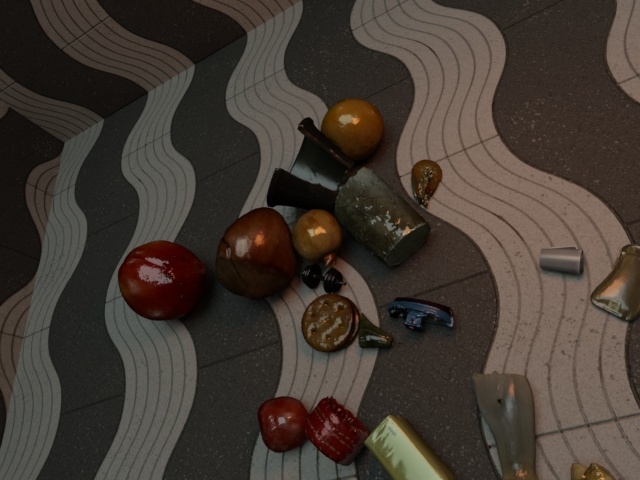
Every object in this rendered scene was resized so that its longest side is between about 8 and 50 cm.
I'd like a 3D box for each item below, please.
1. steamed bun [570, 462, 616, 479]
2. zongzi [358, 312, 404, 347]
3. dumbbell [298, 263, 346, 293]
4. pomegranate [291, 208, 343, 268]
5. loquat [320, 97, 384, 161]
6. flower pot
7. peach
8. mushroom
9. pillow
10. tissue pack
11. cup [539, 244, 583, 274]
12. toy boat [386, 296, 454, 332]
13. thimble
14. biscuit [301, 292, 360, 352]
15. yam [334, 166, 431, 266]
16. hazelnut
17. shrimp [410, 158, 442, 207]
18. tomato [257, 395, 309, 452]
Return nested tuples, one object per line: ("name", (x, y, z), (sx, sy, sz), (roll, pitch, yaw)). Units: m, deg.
("steamed bun", (0.661, 0.607, 1.029), (0.106, 0.177, 0.192), (-18, 43, 10))
("zongzi", (0.206, 0.302, 1.516), (0.154, 0.062, 0.130), (-5, 51, 20))
("dumbbell", (0.006, 0.142, 1.680), (0.209, 0.099, 0.099), (11, 71, 32))
("pomegranate", (-0.008, -0.013, 1.673), (0.207, 0.207, 0.207), (-13, 59, 23))
("loquat", (0.128, -0.456, 1.831), (0.263, 0.263, 0.263), (-13, 59, 23))
("flower pot", (-0.023, -0.254, 1.745), (0.251, 0.379, 0.379), (24, 76, 0))
("peach", (-0.668, 0.165, 1.899), (0.370, 0.370, 0.370), (-13, 59, 23))
("mushroom", (0.511, 0.514, 1.205), (0.159, 0.122, 0.328), (-42, 40, 52))
("pillow", (0.871, 0.116, 1.249), (0.130, 0.033, 0.217), (33, 83, 34))
("tissue pack", (0.255, 0.620, 1.248), (0.125, 0.159, 0.234), (-47, 52, 0))
("cup", (0.733, 0.050, 1.347), (0.116, 0.074, 0.104), (6, 44, 37))
("toy boat", (0.322, 0.248, 1.444), (0.223, 0.100, 0.097), (6, 59, 34))
("thimble", (0.049, 0.588, 1.376), (0.190, 0.163, 0.125), (35, 86, 23))
("biscuit", (0.035, 0.294, 1.604), (0.221, 0.066, 0.220), (-13, 60, 22))
("yam", (0.216, -0.082, 1.616), (0.241, 0.241, 0.348), (-44, 55, 2))
("hazelnut", (-0.246, 0.051, 1.736), (0.372, 0.315, 0.372), (-47, 28, 35))
("shrimp", (0.400, -0.221, 1.684), (0.115, 0.051, 0.217), (-7, 60, 24))
("tomato", (-0.123, 0.600, 1.481), (0.187, 0.151, 0.187), (-15, 53, 21))
